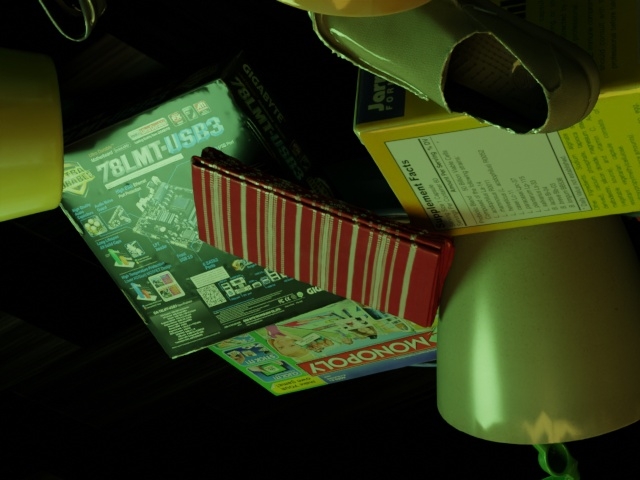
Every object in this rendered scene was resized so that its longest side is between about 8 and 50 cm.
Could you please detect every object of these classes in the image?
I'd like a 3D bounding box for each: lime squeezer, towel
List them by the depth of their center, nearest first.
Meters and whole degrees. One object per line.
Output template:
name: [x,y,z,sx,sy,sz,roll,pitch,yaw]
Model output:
towel: [0.000,0.000,1.747,0.274,0.031,0.199,21,156,8]
lime squeezer: [0.327,0.321,2.513,0.110,0.059,0.310,27,159,26]

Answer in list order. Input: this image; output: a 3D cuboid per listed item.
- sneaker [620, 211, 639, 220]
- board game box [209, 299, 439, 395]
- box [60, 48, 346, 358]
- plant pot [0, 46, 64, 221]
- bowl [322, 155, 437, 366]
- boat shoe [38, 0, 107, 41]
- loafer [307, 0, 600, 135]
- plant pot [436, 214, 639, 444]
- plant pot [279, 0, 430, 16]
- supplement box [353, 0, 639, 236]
sneaker: [0.380,-0.107,1.785,0.261,0.104,0.125,-14,115,41]
board game box: [0.014,0.095,2.047,0.317,0.046,0.213,-16,141,32]
box: [-0.128,-0.032,1.885,0.295,0.073,0.293,-20,113,34]
plant pot: [-0.394,-0.109,1.767,0.239,0.254,0.254,-4,151,-15]
bowl: [0.115,0.037,2.052,0.391,0.077,0.391,4,148,3]
boat shoe: [-0.251,-0.270,1.626,0.075,0.065,0.206,-1,148,12]
loafer: [0.107,-0.166,1.456,0.268,0.092,0.102,22,116,11]
plant pot: [0.229,0.035,1.808,0.256,0.256,0.274,-5,111,17]
plant pot: [0.027,-0.318,1.402,0.205,0.205,0.188,6,132,0]
supplement box: [0.233,-0.151,1.617,0.356,0.195,0.194,-7,146,19]
